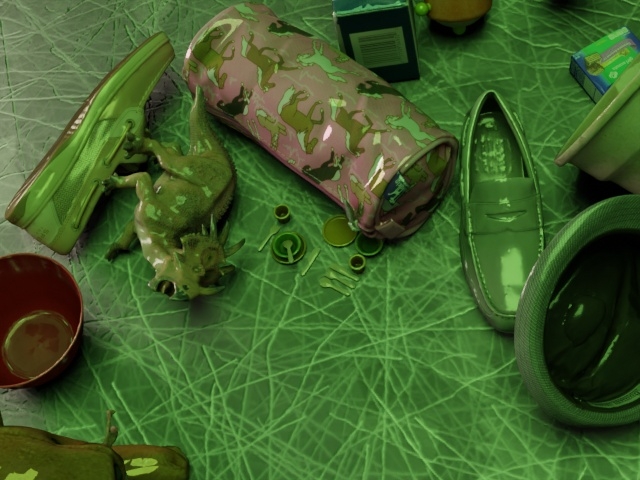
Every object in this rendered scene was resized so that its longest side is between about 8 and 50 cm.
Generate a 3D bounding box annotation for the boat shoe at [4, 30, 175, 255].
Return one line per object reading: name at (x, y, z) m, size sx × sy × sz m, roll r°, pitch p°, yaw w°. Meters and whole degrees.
boat shoe at (-0.293, -0.136, 1.664) m, size 0.110 × 0.122 × 0.341 m, roll 38°, pitch 74°, yaw -16°

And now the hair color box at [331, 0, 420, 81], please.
hair color box at (0.068, -0.410, 1.697) m, size 0.105 × 0.174 × 0.347 m, roll -7°, pitch 63°, yaw 7°

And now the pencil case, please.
pencil case at (-0.006, -0.164, 1.599) m, size 0.386 × 0.160 × 0.167 m, roll 39°, pitch 43°, yaw 23°

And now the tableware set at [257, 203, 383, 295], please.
tableware set at (0.000, 0.000, 1.589) m, size 0.154 × 0.024 × 0.104 m, roll 27°, pitch 70°, yaw 20°

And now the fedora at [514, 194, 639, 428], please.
fedora at (0.329, 0.079, 1.410) m, size 0.244 × 0.124 × 0.275 m, roll 20°, pitch 92°, yaw -15°

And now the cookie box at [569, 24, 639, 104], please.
cookie box at (0.403, -0.223, 1.628) m, size 0.092 × 0.040 × 0.107 m, roll -29°, pitch 64°, yaw -7°

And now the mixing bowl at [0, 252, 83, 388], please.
mixing bowl at (-0.376, 0.118, 1.546) m, size 0.181 × 0.098 × 0.181 m, roll -4°, pitch 63°, yaw 8°

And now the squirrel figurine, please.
squirrel figurine at (-0.333, 0.316, 1.288) m, size 0.397 × 0.370 × 0.281 m, roll -4°, pitch 64°, yaw 7°

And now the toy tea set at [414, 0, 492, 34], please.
toy tea set at (0.288, -0.374, 1.702) m, size 0.336 × 0.124 × 0.200 m, roll -1°, pitch 34°, yaw 12°

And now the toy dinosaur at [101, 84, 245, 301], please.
toy dinosaur at (-0.168, -0.046, 1.577) m, size 0.200 × 0.127 × 0.295 m, roll 18°, pitch 69°, yaw 16°

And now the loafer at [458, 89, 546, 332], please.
loafer at (0.224, -0.041, 1.525) m, size 0.112 × 0.111 × 0.319 m, roll -8°, pitch 63°, yaw 4°

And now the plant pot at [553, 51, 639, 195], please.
plant pot at (0.500, -0.125, 1.416) m, size 0.305 × 0.334 × 0.334 m, roll 39°, pitch 75°, yaw 4°
